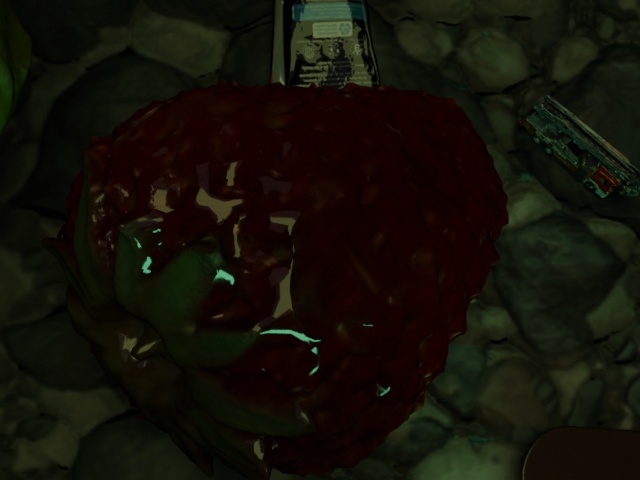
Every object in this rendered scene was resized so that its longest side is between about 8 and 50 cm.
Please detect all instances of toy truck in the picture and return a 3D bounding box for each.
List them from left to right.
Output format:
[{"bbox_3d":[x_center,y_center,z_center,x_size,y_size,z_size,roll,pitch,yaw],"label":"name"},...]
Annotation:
[{"bbox_3d":[0.162,-0.056,0.588,0.083,0.032,0.024,44,69,5],"label":"toy truck"}]

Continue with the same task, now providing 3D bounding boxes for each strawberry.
[{"bbox_3d":[0.000,0.000,0.492,0.244,0.205,0.205,-33,80,-37],"label":"strawberry"}]

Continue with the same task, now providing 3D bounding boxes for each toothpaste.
[{"bbox_3d":[-0.003,-0.169,0.596,0.071,0.045,0.193,-4,80,0],"label":"toothpaste"}]

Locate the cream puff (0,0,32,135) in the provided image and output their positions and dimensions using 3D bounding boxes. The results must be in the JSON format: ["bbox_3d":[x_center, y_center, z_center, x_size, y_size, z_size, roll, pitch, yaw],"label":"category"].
[{"bbox_3d":[-0.284,-0.123,0.434,0.378,0.275,0.378,-1,85,13],"label":"cream puff"}]

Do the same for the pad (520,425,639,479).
[{"bbox_3d":[0.189,0.238,0.510,0.181,0.004,0.267,7,73,-13],"label":"pad"}]
